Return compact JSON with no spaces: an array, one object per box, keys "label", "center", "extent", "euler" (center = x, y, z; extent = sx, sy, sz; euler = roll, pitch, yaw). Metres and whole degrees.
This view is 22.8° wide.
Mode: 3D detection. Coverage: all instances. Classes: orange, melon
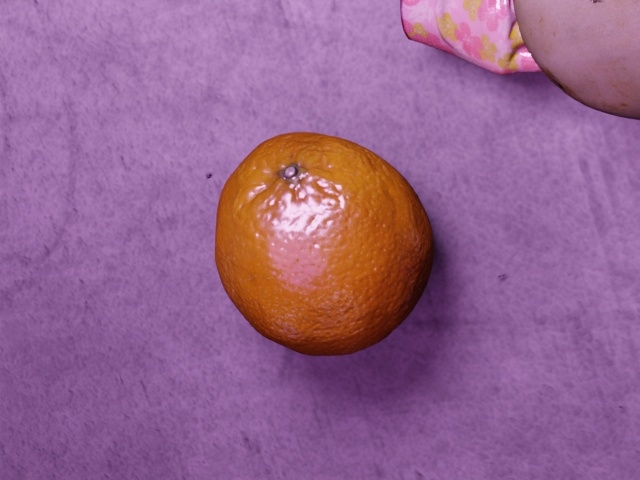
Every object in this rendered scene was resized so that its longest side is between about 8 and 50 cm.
[{"label":"orange","center":[0.000,0.000,1.789],"extent":[0.264,0.264,0.264],"euler":[9,114,21]},{"label":"melon","center":[0.336,-0.245,1.474],"extent":[0.330,0.268,0.268],"euler":[-4,110,48]}]

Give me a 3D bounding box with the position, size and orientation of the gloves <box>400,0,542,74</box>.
[{"label":"gloves","center":[0.213,-0.234,1.679],"extent":[0.241,0.126,0.145],"euler":[13,113,26]}]
